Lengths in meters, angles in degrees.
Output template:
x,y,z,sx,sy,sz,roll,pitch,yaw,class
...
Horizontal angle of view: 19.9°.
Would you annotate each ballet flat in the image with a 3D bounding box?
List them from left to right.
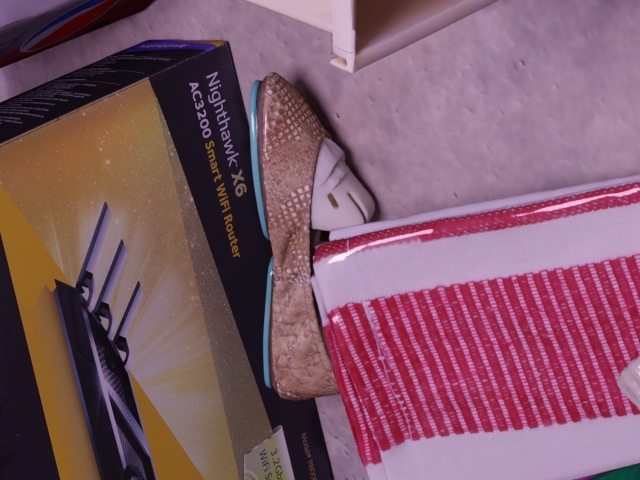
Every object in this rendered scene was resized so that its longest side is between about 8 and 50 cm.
x,y,z,sx,sy,sz,roll,pitch,yaw,class
0.000,0.000,1.041,0.067,0.073,0.206,4,122,13,ballet flat

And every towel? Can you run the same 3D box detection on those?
x,y,z,sx,sy,sz,roll,pitch,yaw,class
0.139,0.136,0.915,0.237,0.037,0.329,-11,101,24,towel

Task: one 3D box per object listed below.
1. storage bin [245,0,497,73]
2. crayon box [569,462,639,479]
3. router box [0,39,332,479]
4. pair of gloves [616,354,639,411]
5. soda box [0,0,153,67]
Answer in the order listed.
x,y,z,sx,sy,sz,roll,pitch,yaw,class
0.054,-0.238,0.683,0.123,0.262,0.260,25,129,37,storage bin
0.128,0.263,0.890,0.165,0.081,0.278,-17,98,24,crayon box
-0.127,0.066,1.058,0.081,0.243,0.309,6,118,43,router box
0.260,0.091,0.787,0.240,0.042,0.204,-34,80,33,pair of gloves
-0.188,-0.138,0.981,0.092,0.263,0.083,-31,88,49,soda box
